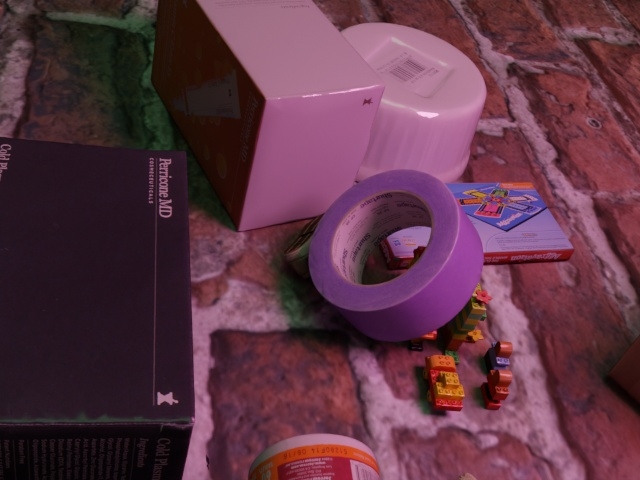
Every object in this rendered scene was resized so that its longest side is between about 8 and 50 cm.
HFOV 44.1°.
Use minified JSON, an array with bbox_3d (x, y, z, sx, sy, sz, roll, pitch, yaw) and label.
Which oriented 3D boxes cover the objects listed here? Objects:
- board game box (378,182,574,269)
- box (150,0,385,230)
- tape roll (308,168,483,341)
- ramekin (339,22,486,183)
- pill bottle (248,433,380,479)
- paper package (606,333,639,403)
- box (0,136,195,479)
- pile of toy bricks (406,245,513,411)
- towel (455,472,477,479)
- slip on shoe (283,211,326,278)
[{"bbox_3d":[0.204,-0.025,1.112,0.282,0.027,0.145,-2,47,-20],"label":"board game box"},{"bbox_3d":[-0.090,-0.215,1.074,0.168,0.215,0.345,-12,50,-28],"label":"box"},{"bbox_3d":[0.086,0.016,0.914,0.189,0.080,0.188,-17,51,23],"label":"tape roll"},{"bbox_3d":[0.114,-0.212,1.197,0.277,0.135,0.277,9,43,-9],"label":"ramekin"},{"bbox_3d":[0.005,0.284,0.655,0.121,0.121,0.221,5,44,-14],"label":"pill bottle"},{"bbox_3d":[0.539,0.066,0.908,0.310,0.324,0.168,-23,56,-35],"label":"paper package"},{"bbox_3d":[-0.285,0.074,0.735,0.313,0.178,0.343,3,45,-14],"label":"box"},{"bbox_3d":[0.167,0.090,0.922,0.118,0.105,0.212,7,44,-12],"label":"pile of toy bricks"},{"bbox_3d":[0.149,0.301,0.755,0.110,0.027,0.148,30,44,15],"label":"towel"},{"bbox_3d":[0.000,0.000,1.011,0.041,0.051,0.135,59,34,-14],"label":"slip on shoe"}]
